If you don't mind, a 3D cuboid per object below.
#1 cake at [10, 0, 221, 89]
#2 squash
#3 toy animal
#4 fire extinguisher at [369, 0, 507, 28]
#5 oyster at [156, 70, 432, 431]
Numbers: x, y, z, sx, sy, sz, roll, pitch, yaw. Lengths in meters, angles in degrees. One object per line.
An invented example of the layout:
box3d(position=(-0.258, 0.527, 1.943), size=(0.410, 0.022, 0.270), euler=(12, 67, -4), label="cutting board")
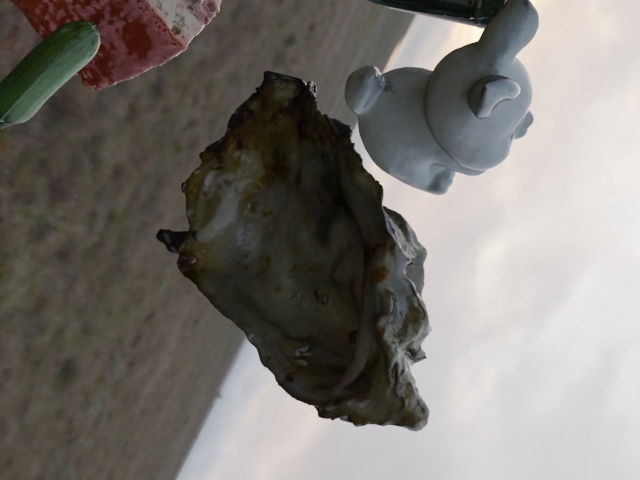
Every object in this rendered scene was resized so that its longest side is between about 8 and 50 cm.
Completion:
box3d(position=(-0.341, -0.465, 1.846), size=(0.270, 0.269, 0.320), euler=(-11, -134, 34), label="cake")
box3d(position=(-0.416, -0.248, 1.567), size=(0.219, 0.068, 0.077), euler=(-41, 179, 12), label="squash")
box3d(position=(0.199, -0.217, 1.573), size=(0.367, 0.241, 0.196), euler=(-20, -130, 58), label="toy animal")
box3d(position=(0.172, -0.411, 1.706), size=(0.118, 0.294, 0.093), euler=(-64, 158, -22), label="fire extinguisher")
box3d(position=(0.008, 0.005, 0.935), size=(0.096, 0.361, 0.221), euler=(7, 120, -50), label="oyster")
